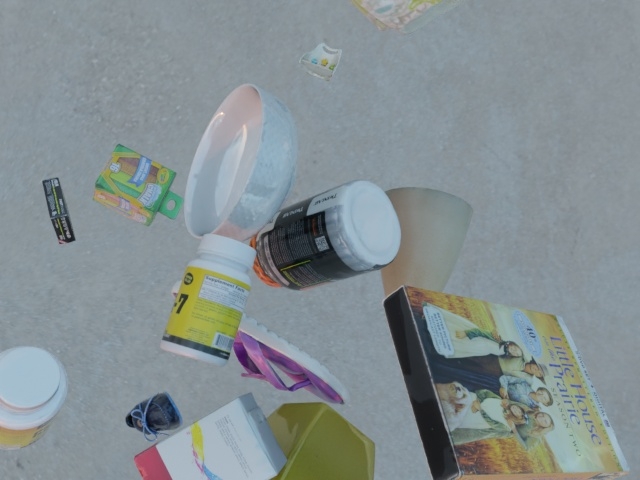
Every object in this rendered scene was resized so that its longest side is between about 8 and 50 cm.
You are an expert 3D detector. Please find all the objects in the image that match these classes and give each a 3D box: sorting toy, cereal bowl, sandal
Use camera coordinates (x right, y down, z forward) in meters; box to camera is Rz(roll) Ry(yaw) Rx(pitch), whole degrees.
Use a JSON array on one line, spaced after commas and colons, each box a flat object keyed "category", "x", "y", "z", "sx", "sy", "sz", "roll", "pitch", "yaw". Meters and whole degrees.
[{"category": "sorting toy", "x": 0.009, "y": -0.393, "z": 1.441, "sx": 0.083, "sy": 0.045, "sz": 0.075, "roll": 24, "pitch": 76, "yaw": 15}, {"category": "cereal bowl", "x": -0.147, "y": -0.145, "z": 1.373, "sx": 0.141, "sy": 0.339, "sz": 0.338, "roll": 18, "pitch": 76, "yaw": -31}, {"category": "sandal", "x": -0.134, "y": 0.226, "z": 1.320, "sx": 0.416, "sy": 0.169, "sz": 0.102, "roll": 32, "pitch": 72, "yaw": 9}]

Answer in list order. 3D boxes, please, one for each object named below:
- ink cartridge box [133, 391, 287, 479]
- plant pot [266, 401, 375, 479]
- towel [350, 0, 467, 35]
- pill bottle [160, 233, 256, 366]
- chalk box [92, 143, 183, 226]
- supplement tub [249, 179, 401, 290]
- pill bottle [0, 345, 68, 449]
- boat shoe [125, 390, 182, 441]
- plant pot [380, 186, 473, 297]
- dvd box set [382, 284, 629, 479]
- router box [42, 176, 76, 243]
[{"category": "ink cartridge box", "x": -0.158, "y": 0.328, "z": 0.997, "sx": 0.176, "sy": 0.128, "sz": 0.127, "roll": -30, "pitch": 80, "yaw": -1}, {"category": "plant pot", "x": -0.024, "y": 0.408, "z": 1.187, "sx": 0.212, "sy": 0.212, "sz": 0.187, "roll": 44, "pitch": 56, "yaw": -20}, {"category": "towel", "x": 0.137, "y": -0.464, "z": 0.902, "sx": 0.321, "sy": 0.375, "sz": 0.090, "roll": 33, "pitch": 54, "yaw": -33}, {"category": "pill bottle", "x": -0.187, "y": 0.102, "z": 1.139, "sx": 0.119, "sy": 0.119, "sz": 0.208, "roll": 23, "pitch": 75, "yaw": -26}, {"category": "chalk box", "x": -0.463, "y": -0.130, "z": 1.723, "sx": 0.213, "sy": 0.132, "sz": 0.132, "roll": 26, "pitch": 68, "yaw": -13}, {"category": "supplement tub", "x": 0.000, "y": 0.000, "z": 1.542, "sx": 0.207, "sy": 0.338, "sz": 0.206, "roll": 19, "pitch": 63, "yaw": -42}, {"category": "pill bottle", "x": -0.434, "y": 0.225, "z": 0.957, "sx": 0.117, "sy": 0.215, "sz": 0.117, "roll": 13, "pitch": 58, "yaw": -23}, {"category": "boat shoe", "x": -0.385, "y": 0.413, "z": 1.517, "sx": 0.089, "sy": 0.258, "sz": 0.109, "roll": -23, "pitch": 81, "yaw": -31}, {"category": "plant pot", "x": 0.256, "y": 0.034, "z": 1.751, "sx": 0.257, "sy": 0.257, "sz": 0.273, "roll": 21, "pitch": 70, "yaw": -27}, {"category": "dvd box set", "x": 0.310, "y": 0.244, "z": 1.090, "sx": 0.421, "sy": 0.062, "sz": 0.307, "roll": 14, "pitch": 49, "yaw": -34}, {"category": "router box", "x": -0.586, "y": -0.066, "z": 1.484, "sx": 0.038, "sy": 0.092, "sz": 0.122, "roll": -15, "pitch": 54, "yaw": -18}]
